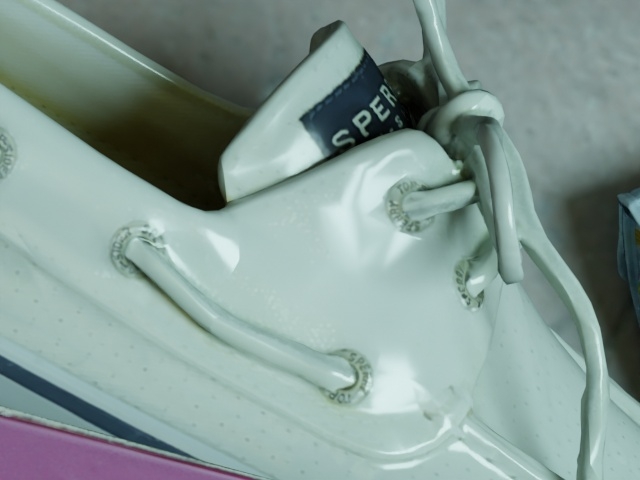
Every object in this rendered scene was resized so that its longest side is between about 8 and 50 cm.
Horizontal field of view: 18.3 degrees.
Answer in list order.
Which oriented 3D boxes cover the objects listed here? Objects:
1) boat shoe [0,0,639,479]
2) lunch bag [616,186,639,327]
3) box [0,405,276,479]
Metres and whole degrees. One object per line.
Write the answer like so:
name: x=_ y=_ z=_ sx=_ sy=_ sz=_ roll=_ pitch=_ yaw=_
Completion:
boat shoe: x=-0.001 y=-0.003 z=0.504 sx=0.367 sy=0.136 sz=0.156 roll=27 pitch=106 yaw=-3
lunch bag: x=0.129 y=0.013 z=0.579 sx=0.071 sy=0.053 sz=0.083 roll=-22 pitch=104 yaw=-9
box: x=-0.051 y=0.160 z=0.439 sx=0.214 sy=0.243 sz=0.117 roll=16 pitch=48 yaw=-11
